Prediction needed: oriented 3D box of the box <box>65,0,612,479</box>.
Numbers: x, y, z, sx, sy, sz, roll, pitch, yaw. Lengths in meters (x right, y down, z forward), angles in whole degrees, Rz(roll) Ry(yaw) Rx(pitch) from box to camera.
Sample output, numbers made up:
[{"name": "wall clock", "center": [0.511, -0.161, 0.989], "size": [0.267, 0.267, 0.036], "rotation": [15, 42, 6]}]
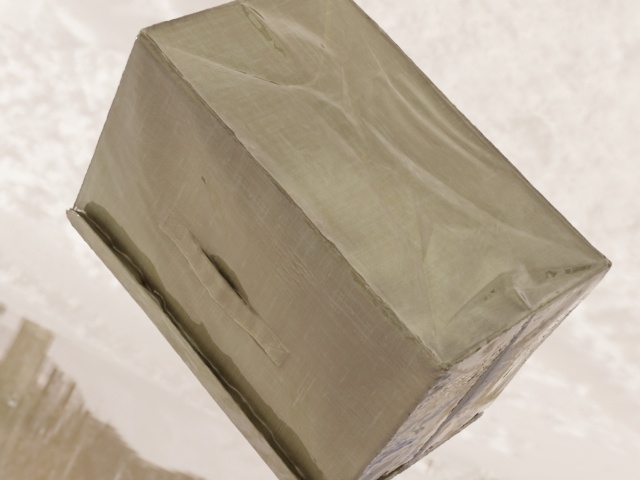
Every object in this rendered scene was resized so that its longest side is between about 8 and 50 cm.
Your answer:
[{"name": "box", "center": [0.000, 0.000, 0.671], "size": [0.231, 0.155, 0.149], "rotation": [49, 136, 18]}]
